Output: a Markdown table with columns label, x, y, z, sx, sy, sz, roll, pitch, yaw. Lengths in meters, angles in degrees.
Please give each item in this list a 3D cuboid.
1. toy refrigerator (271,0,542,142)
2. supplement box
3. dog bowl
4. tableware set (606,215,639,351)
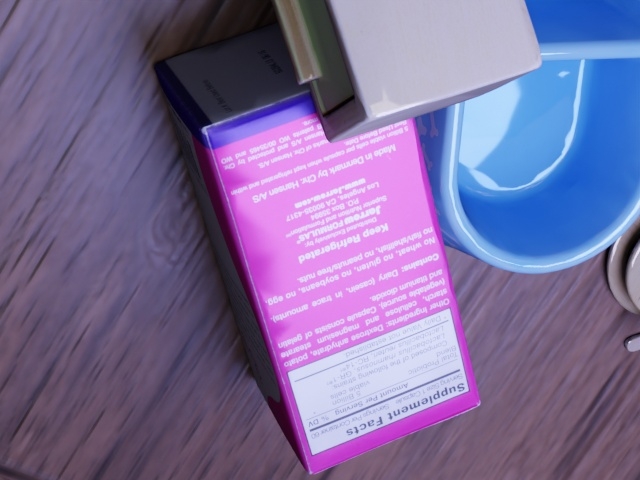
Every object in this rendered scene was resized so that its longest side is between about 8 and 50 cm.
| label | x | y | z | sx | sy | sz | roll | pitch | yaw |
| --- | --- | --- | --- | --- | --- | --- | --- | --- | --- |
| toy refrigerator | 0.006 | -0.188 | 0.699 | 0.094 | 0.102 | 0.270 | -19 | 92 | -10 |
| supplement box | 0.000 | 0.000 | 0.841 | 0.114 | 0.111 | 0.220 | -20 | 119 | -10 |
| dog bowl | 0.126 | -0.115 | 0.853 | 0.166 | 0.074 | 0.297 | -4 | 115 | -17 |
| tableware set | 0.278 | -0.001 | 0.976 | 0.194 | 0.039 | 0.128 | -20 | 119 | -9 |
